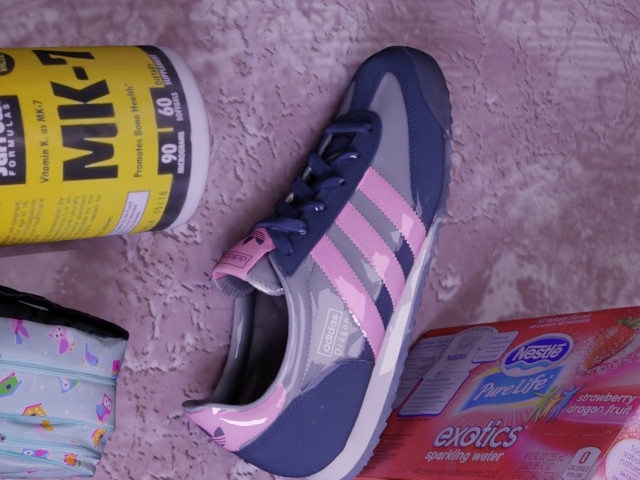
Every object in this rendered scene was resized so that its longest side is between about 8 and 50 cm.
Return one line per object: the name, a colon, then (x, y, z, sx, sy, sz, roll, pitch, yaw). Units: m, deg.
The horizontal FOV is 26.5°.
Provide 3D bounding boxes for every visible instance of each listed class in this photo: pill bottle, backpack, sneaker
pill bottle: (-0.182, -0.056, 0.815, 0.208, 0.119, 0.119, -7, 88, -31)
backpack: (-0.203, 0.079, 0.786, 0.182, 0.152, 0.115, 17, 81, -41)
sneaker: (0.000, 0.000, 0.923, 0.131, 0.112, 0.319, 21, 73, -31)

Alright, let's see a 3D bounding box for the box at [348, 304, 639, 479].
box: (0.152, 0.147, 0.888, 0.142, 0.300, 0.154, 48, 63, -16)
